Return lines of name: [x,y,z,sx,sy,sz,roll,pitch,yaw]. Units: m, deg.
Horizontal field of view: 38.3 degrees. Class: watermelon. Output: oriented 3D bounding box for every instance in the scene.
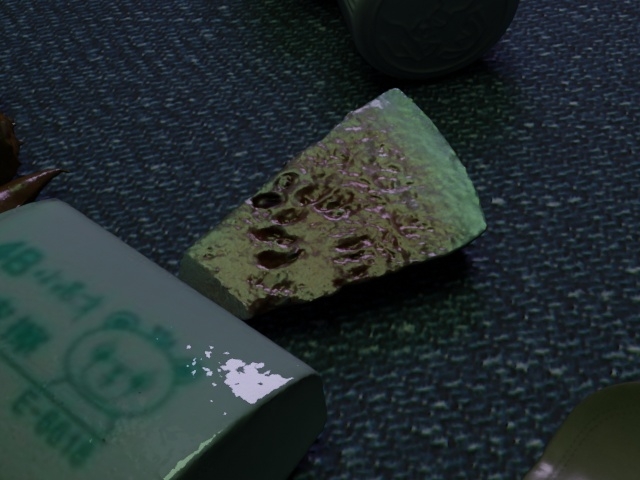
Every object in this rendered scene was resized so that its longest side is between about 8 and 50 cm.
watermelon: [0.000,0.000,0.716,0.241,0.094,0.154,-25,55,-15]

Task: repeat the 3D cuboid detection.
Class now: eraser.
eraser: [-0.161,0.093,0.620,0.290,0.104,0.189,29,51,33]

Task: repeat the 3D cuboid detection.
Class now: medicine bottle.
medicine bottle: [0.074,-0.350,0.972,0.242,0.242,0.395,-16,55,-8]

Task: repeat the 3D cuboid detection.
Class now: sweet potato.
sweet potato: [-0.299,-0.015,0.798,0.056,0.056,0.195,31,51,35]

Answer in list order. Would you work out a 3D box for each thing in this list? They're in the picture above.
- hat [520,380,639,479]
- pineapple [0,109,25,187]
hat: [0.210,0.165,0.518,0.166,0.144,0.173,-42,8,-29]
pineapple: [-0.360,-0.118,0.886,0.111,0.119,0.237,-58,42,13]
